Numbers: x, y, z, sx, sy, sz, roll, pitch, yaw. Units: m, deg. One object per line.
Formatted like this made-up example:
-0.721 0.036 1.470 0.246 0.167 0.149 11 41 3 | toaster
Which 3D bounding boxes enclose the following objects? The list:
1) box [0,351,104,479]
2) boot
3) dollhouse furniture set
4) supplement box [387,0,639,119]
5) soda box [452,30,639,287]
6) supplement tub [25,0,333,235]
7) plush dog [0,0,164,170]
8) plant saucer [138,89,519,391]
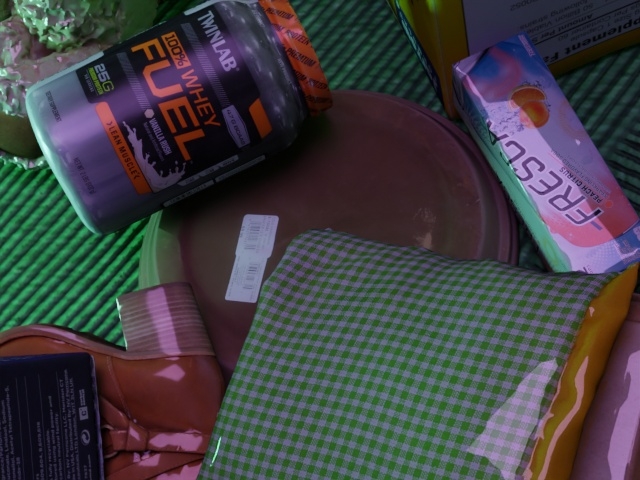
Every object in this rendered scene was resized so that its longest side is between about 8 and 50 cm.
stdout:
-0.248 0.128 0.687 0.153 0.207 0.108 -6 87 26 | box
-0.152 0.125 0.788 0.197 0.073 0.152 -20 75 23 | boot
0.008 0.121 0.428 0.197 0.151 0.302 10 73 27 | dollhouse furniture set
0.121 -0.282 0.795 0.194 0.356 0.195 -22 59 -1 | supplement box
0.154 -0.045 0.802 0.058 0.063 0.183 -26 70 -3 | soda box
-0.095 -0.093 0.827 0.190 0.117 0.117 -27 58 -3 | supplement tub
-0.241 -0.220 0.945 0.225 0.262 0.210 24 34 14 | plush dog
0.000 0.000 0.844 0.277 0.041 0.278 -6 60 10 | plant saucer
